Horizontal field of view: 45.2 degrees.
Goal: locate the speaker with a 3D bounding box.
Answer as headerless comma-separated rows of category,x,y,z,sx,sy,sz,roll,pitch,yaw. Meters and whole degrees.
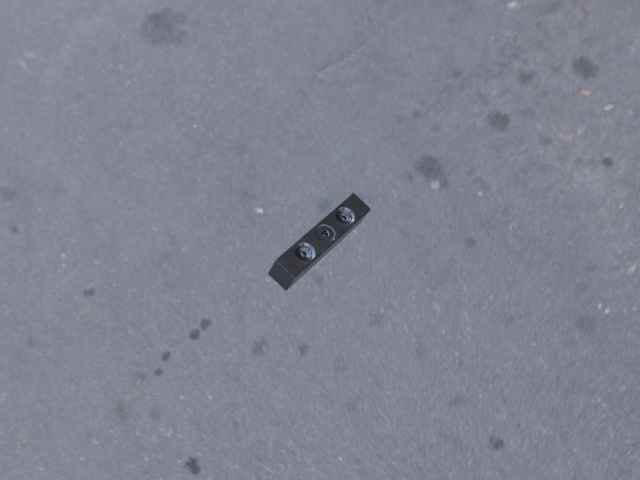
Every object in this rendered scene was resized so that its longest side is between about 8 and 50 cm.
speaker,0.000,0.000,1.160,0.040,0.046,0.191,43,54,6
